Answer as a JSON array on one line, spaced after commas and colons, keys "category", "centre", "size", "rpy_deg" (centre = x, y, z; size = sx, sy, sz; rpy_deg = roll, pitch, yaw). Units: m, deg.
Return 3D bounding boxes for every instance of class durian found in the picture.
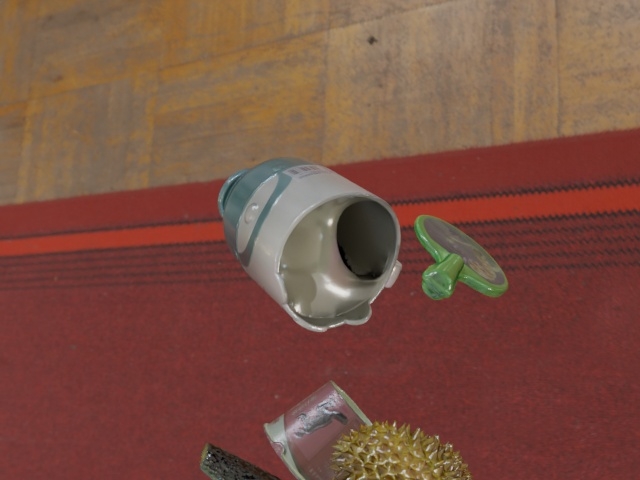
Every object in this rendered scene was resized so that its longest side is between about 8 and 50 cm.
[{"category": "durian", "centre": [0.080, 0.233, 0.632], "size": [0.137, 0.158, 0.168], "rpy_deg": [-44, 37, -8]}]

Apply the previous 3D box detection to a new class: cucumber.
[{"category": "cucumber", "centre": [-0.112, 0.420, 1.343], "size": [0.211, 0.078, 0.062], "rpy_deg": [39, 97, -5]}]

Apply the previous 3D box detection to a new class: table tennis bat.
[{"category": "table tennis bat", "centre": [0.183, 0.028, 1.047], "size": [0.160, 0.257, 0.039], "rpy_deg": [40, 113, 8]}]

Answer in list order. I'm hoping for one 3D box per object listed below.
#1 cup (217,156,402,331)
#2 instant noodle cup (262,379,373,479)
[{"category": "cup", "centre": [0.000, 0.000, 1.232], "size": [0.257, 0.289, 0.219], "rpy_deg": [37, 103, 51]}, {"category": "instant noodle cup", "centre": [0.017, 0.426, 1.652], "size": [0.178, 0.235, 0.235], "rpy_deg": [-42, 59, -2]}]
